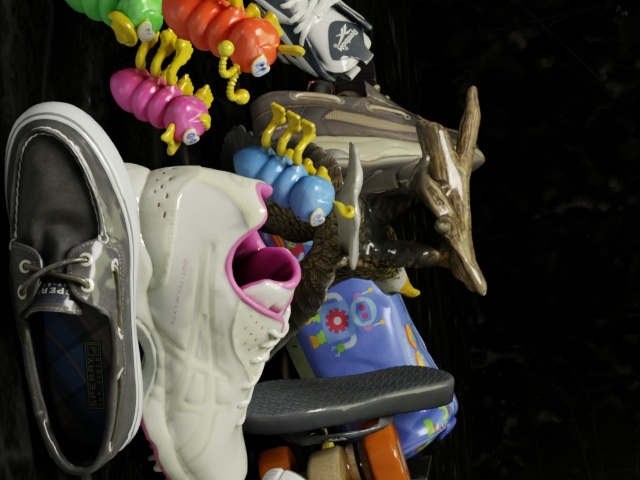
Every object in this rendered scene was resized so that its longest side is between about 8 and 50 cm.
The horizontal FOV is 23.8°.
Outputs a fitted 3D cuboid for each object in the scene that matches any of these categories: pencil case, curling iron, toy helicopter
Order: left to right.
[{"bbox_3d":[-0.004,-0.214,2.026,0.274,0.035,0.068,-78,156,-63],"label":"curling iron"},{"bbox_3d":[0.042,0.088,1.607,0.306,0.133,0.119,67,22,-1],"label":"pencil case"},{"bbox_3d":[0.054,0.367,1.502,0.235,0.140,0.355,-101,173,-59],"label":"toy helicopter"}]

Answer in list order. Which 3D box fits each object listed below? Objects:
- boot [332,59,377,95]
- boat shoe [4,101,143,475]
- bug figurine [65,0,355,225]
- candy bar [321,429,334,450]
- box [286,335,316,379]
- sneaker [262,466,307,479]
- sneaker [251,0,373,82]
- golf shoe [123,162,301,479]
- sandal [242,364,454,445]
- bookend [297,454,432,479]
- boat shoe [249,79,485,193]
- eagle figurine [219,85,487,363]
[{"bbox_3d":[0.050,-0.092,2.208,0.280,0.096,0.264,84,-1,-48],"label":"boot"},{"bbox_3d":[-0.153,0.035,0.909,0.076,0.080,0.229,-71,161,-71],"label":"boat shoe"},{"bbox_3d":[-0.082,-0.112,1.071,0.072,0.216,0.279,-52,152,-18],"label":"bug figurine"},{"bbox_3d":[0.006,0.287,1.813,0.161,0.018,0.040,-80,157,-58],"label":"candy bar"},{"bbox_3d":[0.013,0.023,1.796,0.113,0.094,0.275,69,18,-53],"label":"box"},{"bbox_3d":[-0.048,0.310,1.361,0.094,0.081,0.209,-40,131,-50],"label":"sneaker"},{"bbox_3d":[-0.009,-0.251,1.640,0.094,0.153,0.235,-48,155,-22],"label":"sneaker"},{"bbox_3d":[-0.076,0.077,1.124,0.115,0.140,0.306,-86,167,-52],"label":"golf shoe"},{"bbox_3d":[0.028,0.165,1.454,0.097,0.254,0.055,18,-73,53],"label":"sandal"},{"bbox_3d":[0.049,0.323,1.640,0.072,0.156,0.157,-58,142,-75],"label":"bookend"},{"bbox_3d":[0.060,-0.120,1.732,0.355,0.132,0.130,0,65,-51],"label":"boat shoe"},{"bbox_3d":[0.005,0.008,1.352,0.225,0.298,0.226,65,33,-22],"label":"eagle figurine"}]
